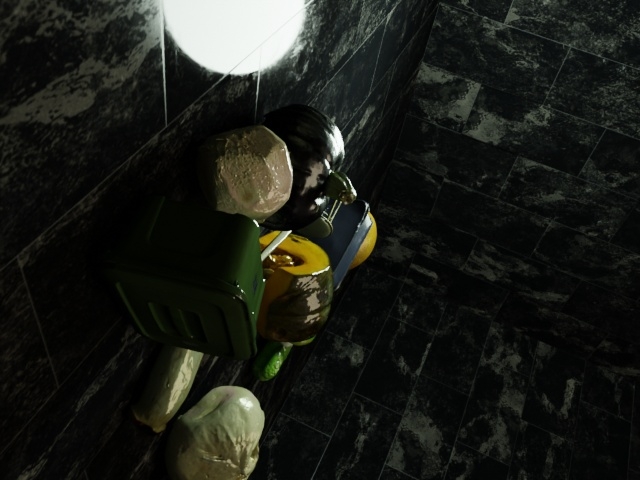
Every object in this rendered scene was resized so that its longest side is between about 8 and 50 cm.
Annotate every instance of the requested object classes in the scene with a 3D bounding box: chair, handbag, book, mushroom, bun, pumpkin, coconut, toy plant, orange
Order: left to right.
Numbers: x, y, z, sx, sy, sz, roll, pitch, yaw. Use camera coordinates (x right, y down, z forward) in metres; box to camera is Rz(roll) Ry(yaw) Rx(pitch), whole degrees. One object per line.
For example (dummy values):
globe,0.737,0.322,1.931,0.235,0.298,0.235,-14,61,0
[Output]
mushroom,-0.324,0.277,1.391,0.107,0.087,0.333,43,66,-50
bun,-0.287,0.605,1.790,0.361,0.213,0.360,-37,138,-42
book,-0.193,0.090,1.490,0.310,0.021,0.217,-43,-176,34
coconut,-0.141,-0.120,1.184,0.194,0.195,0.194,23,90,-79
toy plant,-0.152,0.404,2.345,0.315,0.185,0.224,-59,-170,14
pumpkin,-0.094,0.128,1.693,0.257,0.303,0.225,-3,119,-41
pumpkin,-0.038,-0.154,1.397,0.296,0.296,0.295,23,90,-79
chair,-0.043,-0.054,1.923,0.159,0.170,0.325,98,12,-60
handbag,0.000,0.000,2.039,0.325,0.269,0.118,-58,147,-27
orange,0.073,-0.019,2.266,0.274,0.274,0.274,23,90,-79

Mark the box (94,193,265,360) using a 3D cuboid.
box,-0.223,0.071,1.093,0.328,0.253,0.177,96,7,-59
